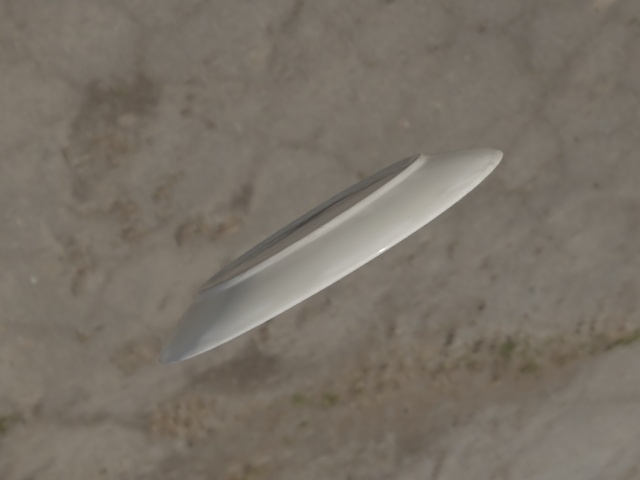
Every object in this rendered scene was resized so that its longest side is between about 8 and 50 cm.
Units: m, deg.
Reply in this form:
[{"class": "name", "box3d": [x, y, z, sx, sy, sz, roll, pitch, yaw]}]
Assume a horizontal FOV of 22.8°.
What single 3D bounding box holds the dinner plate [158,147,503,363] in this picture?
[{"class": "dinner plate", "box3d": [0.000, 0.000, 0.560, 0.141, 0.017, 0.141, -31, -176, 2]}]
